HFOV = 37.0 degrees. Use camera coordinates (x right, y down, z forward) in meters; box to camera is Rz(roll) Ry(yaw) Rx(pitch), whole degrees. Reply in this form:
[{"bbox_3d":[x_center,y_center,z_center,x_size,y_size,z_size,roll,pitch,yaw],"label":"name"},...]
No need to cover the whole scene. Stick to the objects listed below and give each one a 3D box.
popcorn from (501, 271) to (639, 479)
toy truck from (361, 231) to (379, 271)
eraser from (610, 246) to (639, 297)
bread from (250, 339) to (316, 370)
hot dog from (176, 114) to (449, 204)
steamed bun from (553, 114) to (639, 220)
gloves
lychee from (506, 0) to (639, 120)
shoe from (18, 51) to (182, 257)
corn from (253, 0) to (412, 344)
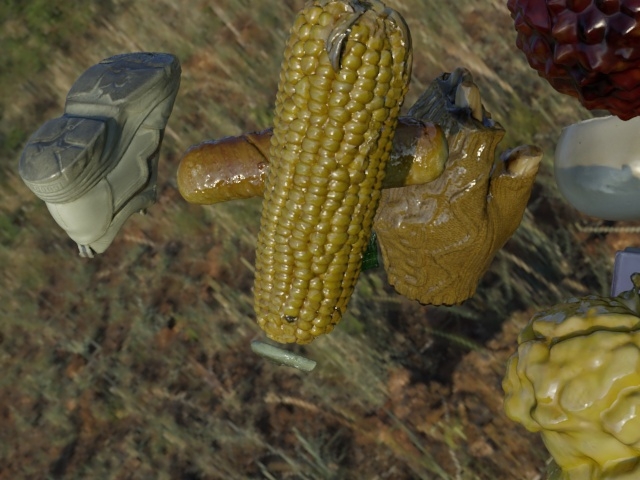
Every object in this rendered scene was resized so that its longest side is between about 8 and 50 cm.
[{"bbox_3d":[0.394,0.244,1.273,0.381,0.349,0.349,-65,17,12],"label":"popcorn"},{"bbox_3d":[0.000,0.000,2.057,0.121,0.088,0.259,-18,26,-31],"label":"toy truck"},{"bbox_3d":[0.676,0.163,1.619,0.359,0.272,0.122,6,5,29],"label":"eraser"},{"bbox_3d":[-0.095,0.244,2.035,0.193,0.112,0.036,-3,65,65],"label":"bread"},{"bbox_3d":[-0.013,-0.081,0.985,0.286,0.061,0.087,-10,66,11],"label":"hot dog"},{"bbox_3d":[0.612,-0.142,1.838,0.325,0.206,0.324,-10,-2,0],"label":"steamed bun"},{"bbox_3d":[0.165,-0.053,1.238,0.155,0.203,0.356,-53,-24,-46],"label":"gloves"},{"bbox_3d":[0.460,-0.372,1.172,0.500,0.425,0.424,-44,18,30],"label":"lychee"},{"bbox_3d":[-0.301,-0.131,1.430,0.132,0.210,0.342,9,47,23],"label":"shoe"},{"bbox_3d":[0.006,-0.050,0.752,0.106,0.107,0.292,-102,19,-66],"label":"corn"}]
